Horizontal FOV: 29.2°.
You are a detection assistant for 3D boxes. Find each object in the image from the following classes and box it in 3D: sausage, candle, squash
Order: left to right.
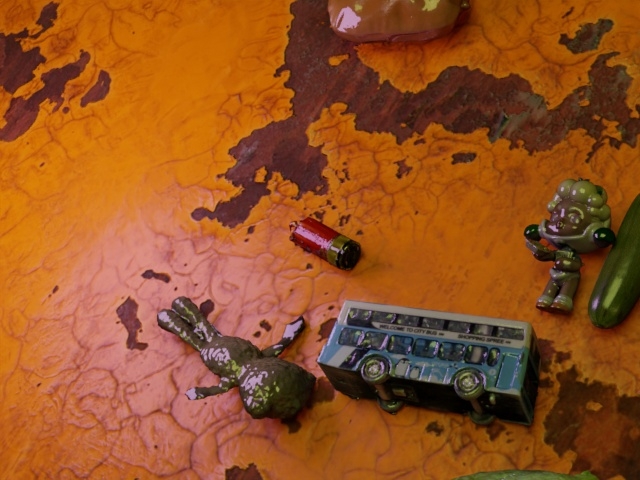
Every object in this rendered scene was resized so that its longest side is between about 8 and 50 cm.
[{"bbox_3d":[0.000,0.000,1.896,0.130,0.052,0.052,28,73,33],"label":"candle"},{"bbox_3d":[0.132,-0.395,2.049,0.241,0.120,0.136,-2,74,20],"label":"sausage"},{"bbox_3d":[0.437,0.014,1.706,0.066,0.066,0.252,15,66,29],"label":"squash"}]

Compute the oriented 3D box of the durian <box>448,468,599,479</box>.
[{"bbox_3d":[0.230,0.335,1.543,0.250,0.139,0.101,-6,52,17],"label":"durian"}]

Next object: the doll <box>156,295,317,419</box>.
[{"bbox_3d":[-0.138,0.178,1.818,0.285,0.091,0.203,14,32,16],"label":"doll"}]

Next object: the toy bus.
[{"bbox_3d":[0.154,0.169,1.699,0.297,0.106,0.131,5,58,26],"label":"toy bus"}]

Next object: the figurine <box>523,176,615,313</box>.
[{"bbox_3d":[0.349,0.004,1.731,0.147,0.093,0.197,4,60,44],"label":"figurine"}]
